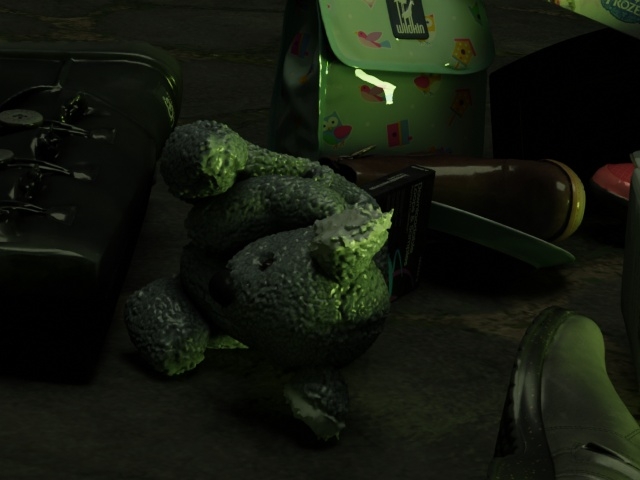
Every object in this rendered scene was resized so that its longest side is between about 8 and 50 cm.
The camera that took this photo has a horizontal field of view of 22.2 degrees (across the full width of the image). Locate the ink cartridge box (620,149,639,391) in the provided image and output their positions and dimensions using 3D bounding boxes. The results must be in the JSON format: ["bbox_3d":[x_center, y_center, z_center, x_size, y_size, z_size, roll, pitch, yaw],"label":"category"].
[{"bbox_3d":[0.395,0.026,1.254,0.309,0.130,0.272,3,19,5],"label":"ink cartridge box"}]

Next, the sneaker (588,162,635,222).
[{"bbox_3d":[0.441,-0.077,1.724,0.313,0.136,0.116,3,19,-1],"label":"sneaker"}]

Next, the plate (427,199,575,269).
[{"bbox_3d":[0.153,-0.003,1.570,0.188,0.024,0.188,20,-3,1],"label":"plate"}]

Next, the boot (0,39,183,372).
[{"bbox_3d":[-0.320,-0.032,1.405,0.367,0.146,0.445,-9,29,10],"label":"boot"}]

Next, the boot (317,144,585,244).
[{"bbox_3d":[0.128,-0.047,1.668,0.206,0.090,0.248,3,5,-26],"label":"boot"}]

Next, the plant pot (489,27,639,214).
[{"bbox_3d":[0.291,-0.129,1.877,0.167,0.188,0.187,-9,19,-8],"label":"plant pot"}]

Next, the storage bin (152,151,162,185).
[{"bbox_3d":[-0.226,-0.076,1.664,0.135,0.098,0.091,-18,30,0],"label":"storage bin"}]

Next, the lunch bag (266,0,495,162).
[{"bbox_3d":[0.069,-0.186,1.827,0.223,0.262,0.160,-2,18,-25],"label":"lunch bag"}]

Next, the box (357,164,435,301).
[{"bbox_3d":[0.051,0.003,1.440,0.029,0.116,0.162,15,19,24],"label":"box"}]

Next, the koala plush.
[{"bbox_3d":[-0.015,0.031,1.214,0.203,0.196,0.221,10,10,-21],"label":"koala plush"}]

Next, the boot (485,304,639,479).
[{"bbox_3d":[0.213,0.162,1.002,0.222,0.118,0.338,11,28,9],"label":"boot"}]

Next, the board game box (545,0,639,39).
[{"bbox_3d":[0.304,-0.286,1.833,0.318,0.066,0.318,18,13,-23],"label":"board game box"}]
